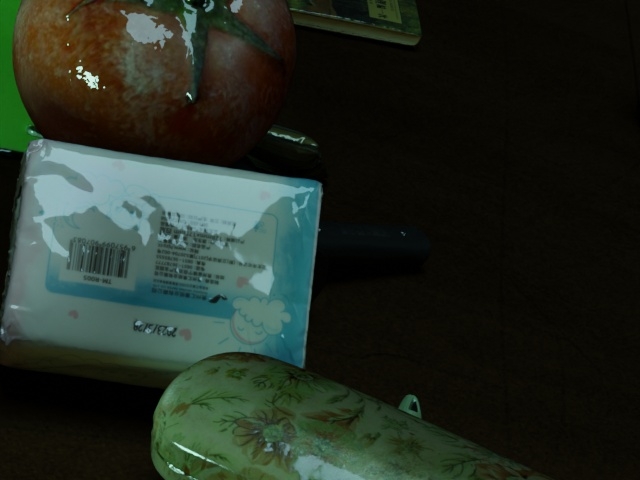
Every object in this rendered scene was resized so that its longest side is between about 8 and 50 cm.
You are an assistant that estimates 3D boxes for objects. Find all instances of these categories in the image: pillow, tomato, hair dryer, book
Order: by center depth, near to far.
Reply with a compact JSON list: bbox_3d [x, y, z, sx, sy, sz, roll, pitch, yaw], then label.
[{"bbox_3d":[-0.163,-0.173,1.870,0.265,0.265,0.265,11,31,-7],"label":"tomato"},{"bbox_3d":[0.000,0.000,1.996,0.251,0.089,0.197,6,29,-33],"label":"hair dryer"},{"bbox_3d":[-0.049,-0.094,2.065,0.113,0.038,0.203,18,-5,6],"label":"pillow"},{"bbox_3d":[0.012,-0.307,2.534,0.228,0.024,0.160,10,29,-8],"label":"book"}]

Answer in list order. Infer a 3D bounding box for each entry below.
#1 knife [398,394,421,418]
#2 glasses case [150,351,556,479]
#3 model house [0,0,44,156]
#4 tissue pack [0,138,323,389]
[{"bbox_3d":[0.071,0.219,1.711,0.043,0.020,0.293,17,31,-1],"label":"knife"},{"bbox_3d":[0.061,0.208,1.580,0.425,0.098,0.156,23,35,19],"label":"glasses case"},{"bbox_3d":[-0.297,-0.257,2.118,0.358,0.242,0.313,8,28,-10],"label":"model house"},{"bbox_3d":[-0.143,0.031,1.759,0.271,0.124,0.201,9,67,-11],"label":"tissue pack"}]
